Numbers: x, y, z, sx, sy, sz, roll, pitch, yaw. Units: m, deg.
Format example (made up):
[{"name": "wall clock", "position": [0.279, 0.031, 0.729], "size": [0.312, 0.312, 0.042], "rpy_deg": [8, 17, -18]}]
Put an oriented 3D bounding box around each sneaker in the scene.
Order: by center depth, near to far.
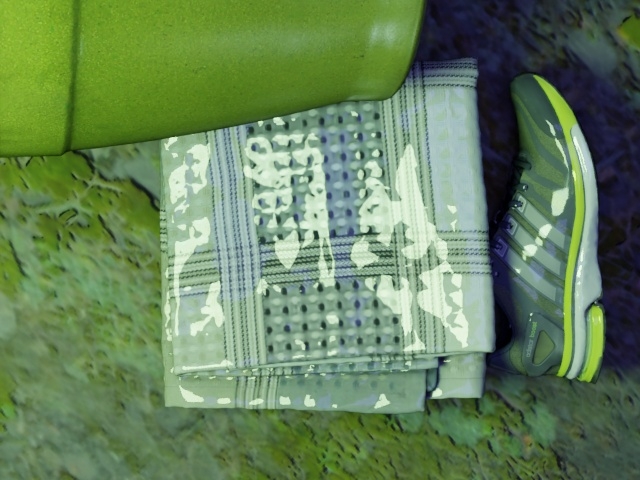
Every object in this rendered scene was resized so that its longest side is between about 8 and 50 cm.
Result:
[{"name": "sneaker", "position": [0.196, -0.008, 1.380], "size": [0.121, 0.111, 0.300], "rpy_deg": [-6, 94, -1]}]

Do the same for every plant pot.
[{"name": "plant pot", "position": [-0.103, -0.238, 1.216], "size": [0.353, 0.366, 0.366], "rpy_deg": [2, 95, -12]}]

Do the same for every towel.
[{"name": "towel", "position": [0.000, 0.000, 1.350], "size": [0.312, 0.056, 0.324], "rpy_deg": [-3, 91, 6]}]
